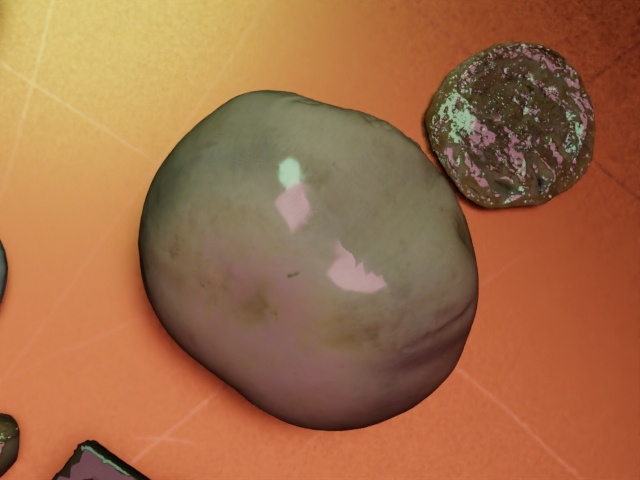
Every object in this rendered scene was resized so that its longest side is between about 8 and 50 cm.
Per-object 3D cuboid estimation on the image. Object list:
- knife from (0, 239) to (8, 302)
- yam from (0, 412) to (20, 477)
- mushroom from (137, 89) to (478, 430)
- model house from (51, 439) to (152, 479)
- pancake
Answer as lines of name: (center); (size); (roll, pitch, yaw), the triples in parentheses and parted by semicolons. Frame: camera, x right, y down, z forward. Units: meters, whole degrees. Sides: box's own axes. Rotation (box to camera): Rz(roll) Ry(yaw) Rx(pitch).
knife: (-0.432, 0.033, 1.345); (0.398, 0.038, 0.132); (3, 80, -7)
yam: (-0.369, 0.131, 1.331); (0.299, 0.066, 0.066); (8, 83, -8)
mushroom: (0.000, 0.000, 1.342); (0.254, 0.234, 0.260); (8, 125, 21)
model house: (-0.117, 0.280, 1.275); (0.243, 0.211, 0.204); (36, 82, 2)
pancake: (0.153, -0.090, 1.447); (0.139, 0.022, 0.139); (1, 84, -9)
